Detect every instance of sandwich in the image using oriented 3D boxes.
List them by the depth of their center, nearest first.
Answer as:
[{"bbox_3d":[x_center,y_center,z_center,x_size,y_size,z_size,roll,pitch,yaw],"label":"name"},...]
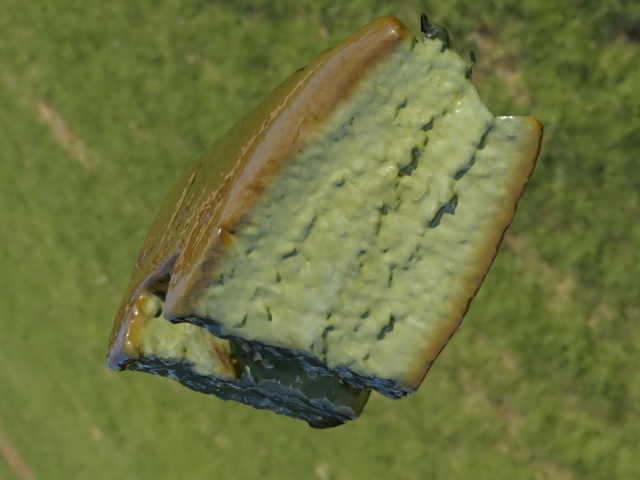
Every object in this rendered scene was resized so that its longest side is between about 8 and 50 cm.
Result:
[{"bbox_3d":[0.000,0.000,0.874,0.122,0.128,0.235,23,158,-12],"label":"sandwich"}]
